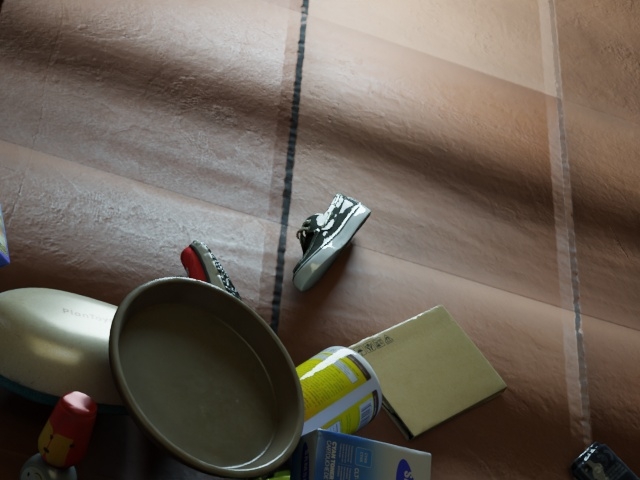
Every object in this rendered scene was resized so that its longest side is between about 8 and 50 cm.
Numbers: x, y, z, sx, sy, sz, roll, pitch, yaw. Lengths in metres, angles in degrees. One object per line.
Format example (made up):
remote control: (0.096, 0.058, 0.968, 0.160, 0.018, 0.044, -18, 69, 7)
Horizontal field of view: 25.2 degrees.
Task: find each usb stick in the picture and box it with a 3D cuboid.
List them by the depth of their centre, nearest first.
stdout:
usb stick: (0.472, 0.406, 2.039, 0.077, 0.045, 0.278, -33, 71, -34)

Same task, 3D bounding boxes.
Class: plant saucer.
plant saucer: (-0.141, 0.170, 1.736, 0.278, 0.041, 0.278, 26, 41, -25)

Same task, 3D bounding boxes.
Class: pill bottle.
pill bottle: (-0.026, 0.232, 1.884, 0.215, 0.117, 0.117, -29, 69, -41)

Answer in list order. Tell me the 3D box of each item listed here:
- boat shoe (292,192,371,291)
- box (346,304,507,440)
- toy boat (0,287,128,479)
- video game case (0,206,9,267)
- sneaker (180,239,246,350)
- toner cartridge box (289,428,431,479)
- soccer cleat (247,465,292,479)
boat shoe: (0.000, 0.000, 2.131, 0.070, 0.078, 0.219, 35, 37, 4)
box: (0.154, 0.189, 2.079, 0.201, 0.021, 0.164, -21, 64, -38)
toy boat: (-0.319, 0.184, 1.752, 0.267, 0.148, 0.318, 17, 24, -17)
video game case: (-0.504, -0.119, 1.856, 0.061, 0.269, 0.244, -22, 56, 6)
sneaker: (-0.164, 0.108, 1.936, 0.118, 0.107, 0.279, -25, 43, 3)
toner cartridge box: (0.038, 0.414, 1.717, 0.165, 0.075, 0.348, 16, 63, -23)
soccer cleat: (-0.006, 0.353, 1.809, 0.289, 0.093, 0.121, -3, 56, -29)
